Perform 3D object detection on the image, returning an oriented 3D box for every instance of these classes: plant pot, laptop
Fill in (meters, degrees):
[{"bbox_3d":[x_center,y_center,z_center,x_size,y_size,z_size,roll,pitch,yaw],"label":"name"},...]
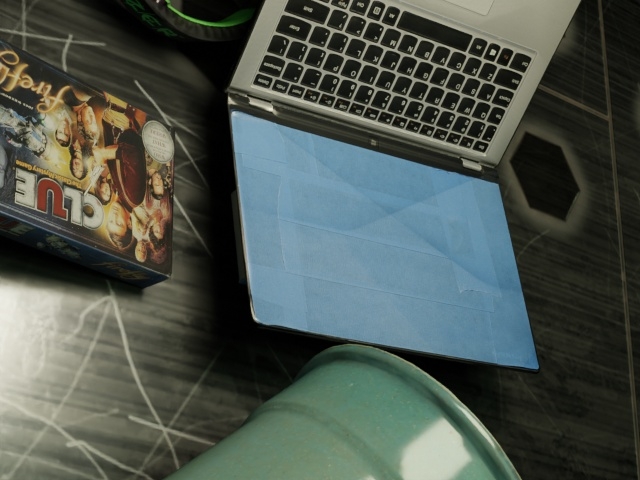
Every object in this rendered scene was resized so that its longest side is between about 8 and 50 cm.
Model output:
[{"bbox_3d":[-0.043,0.303,0.994,0.334,0.341,0.341,-24,86,-35],"label":"plant pot"},{"bbox_3d":[0.121,-0.116,1.289,0.382,0.408,0.236,12,22,-35],"label":"laptop"}]

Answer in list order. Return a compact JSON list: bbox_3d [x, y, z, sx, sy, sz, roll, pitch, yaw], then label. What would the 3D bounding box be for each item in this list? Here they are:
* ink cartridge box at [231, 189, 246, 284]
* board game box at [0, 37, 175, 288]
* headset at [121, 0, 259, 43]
[{"bbox_3d":[0.000,0.000,1.323,0.181,0.061,0.104,10,63,-35],"label":"ink cartridge box"},{"bbox_3d":[-0.233,-0.069,1.140,0.243,0.042,0.165,25,56,-47],"label":"board game box"},{"bbox_3d":[-0.067,-0.386,1.331,0.243,0.185,0.394,51,61,-33],"label":"headset"}]
